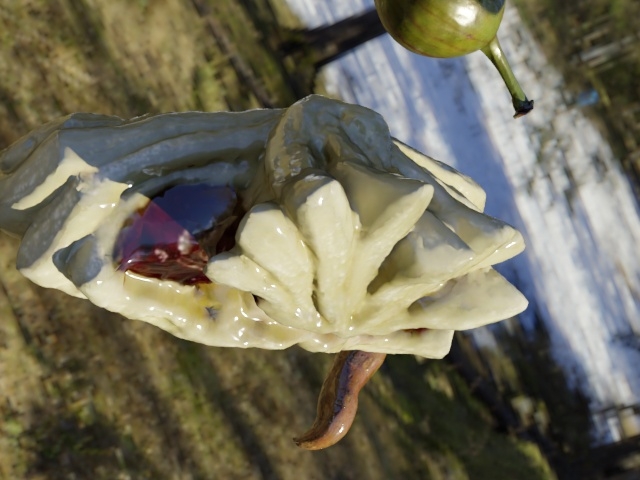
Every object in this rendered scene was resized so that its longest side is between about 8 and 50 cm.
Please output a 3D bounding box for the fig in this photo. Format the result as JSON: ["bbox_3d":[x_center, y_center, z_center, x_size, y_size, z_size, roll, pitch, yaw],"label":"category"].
[{"bbox_3d":[0.168,-0.238,1.414,0.259,0.151,0.151,31,38,-34],"label":"fig"}]

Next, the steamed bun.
[{"bbox_3d":[0.000,0.000,0.963,0.428,0.247,0.189,14,38,-37],"label":"steamed bun"}]

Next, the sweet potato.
[{"bbox_3d":[0.035,0.158,1.551,0.202,0.055,0.058,-62,170,-17],"label":"sweet potato"}]
